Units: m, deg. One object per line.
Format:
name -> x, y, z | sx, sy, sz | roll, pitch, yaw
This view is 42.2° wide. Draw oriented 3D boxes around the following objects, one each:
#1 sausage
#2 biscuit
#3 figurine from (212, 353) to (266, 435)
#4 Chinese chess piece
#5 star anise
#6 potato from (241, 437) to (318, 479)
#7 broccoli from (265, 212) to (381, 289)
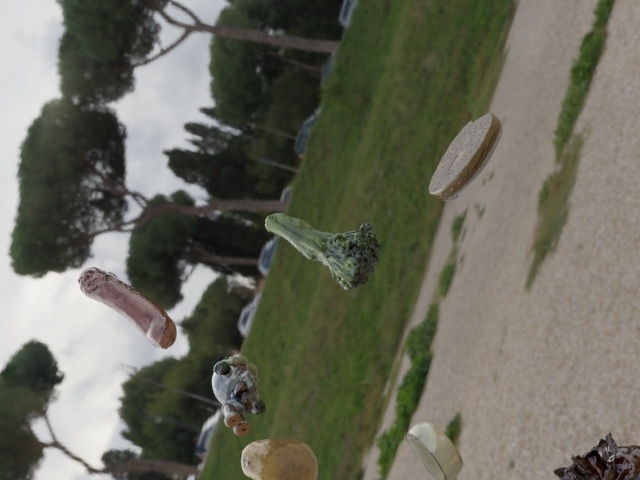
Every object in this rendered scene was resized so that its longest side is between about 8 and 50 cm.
sausage -> -0.385, 0.130, 1.661 | 0.078, 0.304, 0.078 | -35, -41, -37
biscuit -> 0.275, -0.152, 1.552 | 0.181, 0.049, 0.208 | -60, 10, -11
figurine -> -0.156, 0.291, 1.592 | 0.093, 0.147, 0.197 | -38, 26, -1
Chinese chess piece -> 0.216, 0.397, 1.566 | 0.051, 0.122, 0.122 | -34, -16, -16
star anise -> 0.545, 0.518, 1.638 | 0.346, 0.237, 0.148 | -48, 34, -1
potato -> -0.086, 0.492, 1.818 | 0.118, 0.178, 0.109 | 29, 108, 64
broccoli -> 0.002, 0.000, 2.063 | 0.145, 0.304, 0.165 | -55, -19, -48
